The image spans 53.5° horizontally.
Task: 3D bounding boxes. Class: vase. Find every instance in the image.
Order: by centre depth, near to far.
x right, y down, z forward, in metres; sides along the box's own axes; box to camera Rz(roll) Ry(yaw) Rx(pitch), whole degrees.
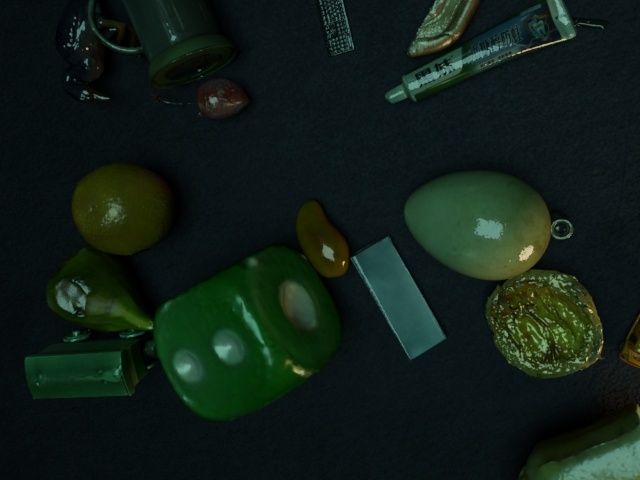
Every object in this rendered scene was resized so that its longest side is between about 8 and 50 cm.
[{"bbox_3d":[0.483,-0.030,1.291,0.053,0.101,0.053,2,101,13],"label":"vase"}]

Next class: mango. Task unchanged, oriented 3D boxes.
[{"bbox_3d":[0.000,0.000,1.422,0.102,0.085,0.184,-31,87,21],"label":"mango"}]

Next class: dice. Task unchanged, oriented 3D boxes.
[{"bbox_3d":[-0.155,0.192,1.360,0.300,0.297,0.287,-28,94,30],"label":"dice"}]

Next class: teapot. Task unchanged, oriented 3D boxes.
[{"bbox_3d":[-0.360,-0.507,1.353,0.270,0.200,0.337,-23,92,-5],"label":"teapot"}]

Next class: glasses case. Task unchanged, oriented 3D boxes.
[{"bbox_3d":[0.173,0.127,1.427,0.105,0.056,0.266,-30,92,-8],"label":"glasses case"}]

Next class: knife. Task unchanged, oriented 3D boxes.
[{"bbox_3d":[0.484,-0.435,1.269,0.170,0.010,0.023,9,96,14],"label":"knife"}]

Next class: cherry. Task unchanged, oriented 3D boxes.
[{"bbox_3d":[-0.270,-0.311,1.409,0.226,0.107,0.090,-3,113,2],"label":"cherry"}]

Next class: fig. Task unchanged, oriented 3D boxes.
[{"bbox_3d":[-0.506,0.144,1.526,0.275,0.206,0.206,33,106,-10],"label":"fig"}]

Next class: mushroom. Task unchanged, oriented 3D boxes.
[{"bbox_3d":[0.258,-0.455,1.286,0.094,0.072,0.209,31,109,9],"label":"mushroom"}]

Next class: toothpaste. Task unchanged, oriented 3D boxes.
[{"bbox_3d":[0.314,-0.372,1.293,0.392,0.061,0.098,-24,93,14],"label":"toothpaste"}]

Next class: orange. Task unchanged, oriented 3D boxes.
[{"bbox_3d":[-0.442,-0.071,1.440,0.236,0.236,0.236,2,100,13],"label":"orange"}]

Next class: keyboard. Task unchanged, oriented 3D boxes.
[{"bbox_3d":[0.024,-0.501,1.367,0.064,0.010,0.198,-12,97,17],"label":"keyboard"}]

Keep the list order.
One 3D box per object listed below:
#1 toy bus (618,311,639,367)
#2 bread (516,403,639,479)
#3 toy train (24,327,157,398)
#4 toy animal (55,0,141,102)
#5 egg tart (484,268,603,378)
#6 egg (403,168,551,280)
[{"bbox_3d":[0.679,0.189,1.297,0.070,0.074,0.162,23,103,7],"label":"toy bus"},{"bbox_3d":[0.574,0.532,1.315,0.341,0.210,0.300,-33,80,17],"label":"bread"},{"bbox_3d":[-0.547,0.292,1.544,0.301,0.202,0.120,-5,103,14],"label":"toy train"},{"bbox_3d":[-0.512,-0.465,1.443,0.185,0.122,0.298,-4,97,14],"label":"toy animal"},{"bbox_3d":[0.473,0.169,1.336,0.252,0.098,0.232,38,112,9],"label":"egg tart"},{"bbox_3d":[0.309,-0.038,1.275,0.295,0.218,0.218,17,104,26],"label":"egg"}]
